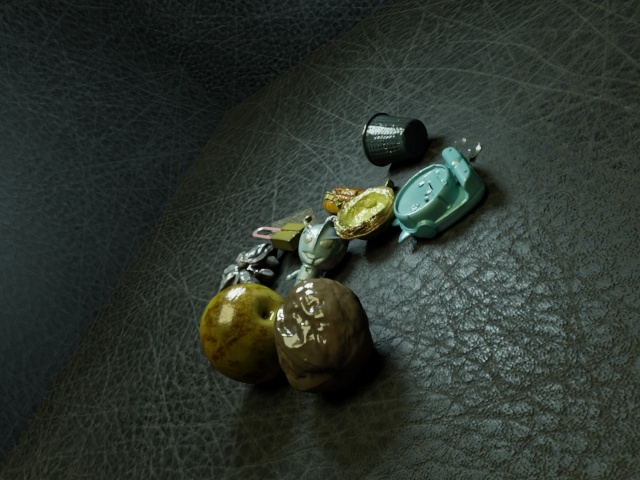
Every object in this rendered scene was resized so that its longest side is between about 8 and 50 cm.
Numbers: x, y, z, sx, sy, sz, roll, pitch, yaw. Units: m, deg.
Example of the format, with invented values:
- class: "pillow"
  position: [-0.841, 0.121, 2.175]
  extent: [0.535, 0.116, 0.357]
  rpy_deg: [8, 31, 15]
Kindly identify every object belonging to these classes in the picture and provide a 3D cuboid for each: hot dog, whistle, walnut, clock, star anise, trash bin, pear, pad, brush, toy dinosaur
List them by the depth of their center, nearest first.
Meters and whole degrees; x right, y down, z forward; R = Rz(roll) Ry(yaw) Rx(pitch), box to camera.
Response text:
- class: "walnut"
  position: [0.003, 0.224, 1.575]
  extent: [0.227, 0.273, 0.273]
  rpy_deg: [-16, 23, -10]
- class: "clock"
  position: [0.295, -0.111, 1.763]
  extent: [0.274, 0.094, 0.224]
  rpy_deg: [-40, 25, 14]
- class: "pear"
  position: [-0.194, 0.256, 1.799]
  extent: [0.280, 0.280, 0.281]
  rpy_deg: [-36, 27, 22]
- class: "whistle"
  position: [-0.019, 0.079, 1.955]
  extent: [0.134, 0.142, 0.346]
  rpy_deg: [117, 175, -75]
- class: "trash bin"
  position: [0.246, -0.321, 2.088]
  extent: [0.161, 0.175, 0.175]
  rpy_deg: [5, 56, 47]
- class: "toy dinosaur"
  position: [-0.002, -0.003, 2.111]
  extent: [0.251, 0.072, 0.200]
  rpy_deg: [-32, 38, 7]
- class: "hot dog"
  position: [0.075, -0.132, 2.168]
  extent: [0.104, 0.076, 0.250]
  rpy_deg: [-53, 27, -10]
- class: "brush"
  position: [-0.144, -0.019, 2.249]
  extent: [0.233, 0.047, 0.103]
  rpy_deg: [6, 38, 45]
- class: "star anise"
  position: [-0.253, 0.102, 2.266]
  extent: [0.316, 0.139, 0.359]
  rpy_deg: [-37, 29, 1]
- class: "pad"
  position: [-0.084, -0.042, 2.300]
  extent: [0.158, 0.003, 0.235]
  rpy_deg: [-23, 27, -1]

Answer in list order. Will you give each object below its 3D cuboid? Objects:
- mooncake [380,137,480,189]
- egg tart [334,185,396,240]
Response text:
- class: "mooncake"
  position: [0.303, -0.214, 1.946]
  extent: [0.346, 0.057, 0.150]
  rpy_deg: [-5, 61, 52]
- class: "egg tart"
  position: [0.138, -0.068, 1.926]
  extent: [0.212, 0.090, 0.213]
  rpy_deg: [-23, 31, 15]
